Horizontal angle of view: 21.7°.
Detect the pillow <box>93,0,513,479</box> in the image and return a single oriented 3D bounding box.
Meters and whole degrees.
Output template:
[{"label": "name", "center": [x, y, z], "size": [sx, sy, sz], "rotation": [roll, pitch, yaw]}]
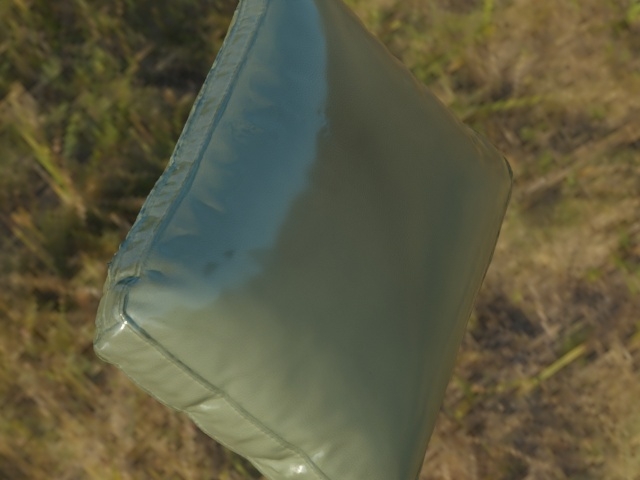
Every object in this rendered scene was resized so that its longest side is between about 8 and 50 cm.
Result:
[{"label": "pillow", "center": [0.000, 0.000, 1.079], "size": [0.120, 0.255, 0.322], "rotation": [-24, 35, 44]}]
